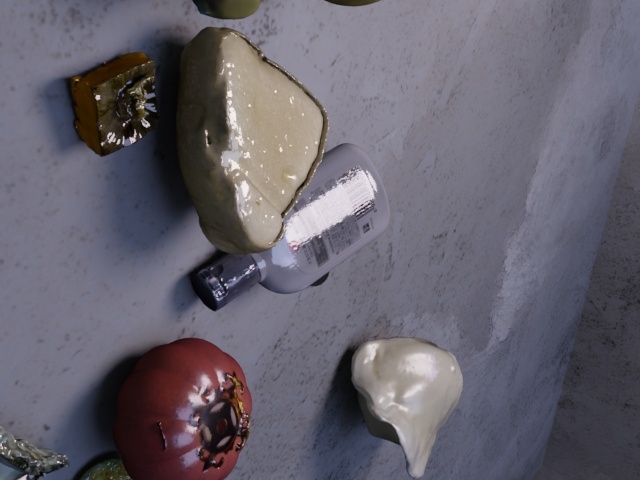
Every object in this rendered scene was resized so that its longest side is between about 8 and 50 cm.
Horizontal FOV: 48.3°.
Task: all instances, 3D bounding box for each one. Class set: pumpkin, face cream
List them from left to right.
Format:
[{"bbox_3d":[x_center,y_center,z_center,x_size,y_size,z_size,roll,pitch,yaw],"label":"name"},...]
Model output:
[{"bbox_3d":[-0.186,-0.128,0.669,0.083,0.054,0.074,-43,144,-42],"label":"pumpkin"},{"bbox_3d":[-0.034,-0.007,0.920,0.291,0.071,0.144,-36,112,-29],"label":"face cream"}]

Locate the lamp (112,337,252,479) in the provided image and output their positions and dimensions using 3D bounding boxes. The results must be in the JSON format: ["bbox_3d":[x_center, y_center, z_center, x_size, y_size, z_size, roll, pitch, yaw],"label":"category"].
[{"bbox_3d":[-0.163,0.203,0.829,0.182,0.140,0.182,1,89,-58],"label":"lamp"}]

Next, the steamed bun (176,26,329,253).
[{"bbox_3d":[-0.094,-0.095,0.771,0.231,0.110,0.212,33,63,-54],"label":"steamed bun"}]

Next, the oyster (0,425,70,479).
[{"bbox_3d":[-0.332,0.194,0.609,0.252,0.087,0.199,-18,133,-42],"label":"oyster"}]

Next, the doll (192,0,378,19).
[{"bbox_3d":[-0.007,-0.307,0.671,0.261,0.161,0.177,-10,137,-27],"label":"doll"}]

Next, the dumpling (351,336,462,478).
[{"bbox_3d":[0.174,0.301,1.284,0.318,0.187,0.243,48,26,-47],"label":"dumpling"}]

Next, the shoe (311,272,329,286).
[{"bbox_3d":[0.000,0.000,1.018,0.071,0.049,0.179,-38,137,-38],"label":"shoe"}]

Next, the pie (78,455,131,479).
[{"bbox_3d":[-0.258,0.289,0.835,0.084,0.021,0.084,-30,132,-39],"label":"pie"}]
